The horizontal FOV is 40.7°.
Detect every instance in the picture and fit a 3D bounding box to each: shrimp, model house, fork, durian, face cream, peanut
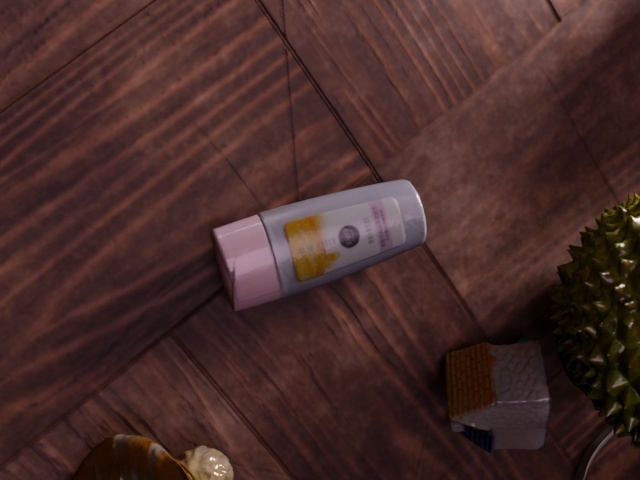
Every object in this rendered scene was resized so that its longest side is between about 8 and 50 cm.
[{"bbox_3d":[-0.163,0.253,0.757,0.049,0.166,0.161,16,74,-54],"label":"shrimp"},{"bbox_3d":[0.179,0.161,0.894,0.100,0.088,0.101,-5,135,6],"label":"model house"},{"bbox_3d":[0.354,0.188,0.974,0.028,0.034,0.219,34,88,-12],"label":"fork"},{"bbox_3d":[0.341,0.091,0.831,0.224,0.291,0.291,-20,105,-4],"label":"durian"},{"bbox_3d":[0.000,0.000,0.814,0.198,0.057,0.084,-18,104,-15],"label":"face cream"},{"bbox_3d":[-0.139,0.273,0.806,0.080,0.080,0.174,24,91,-20],"label":"peanut"}]
